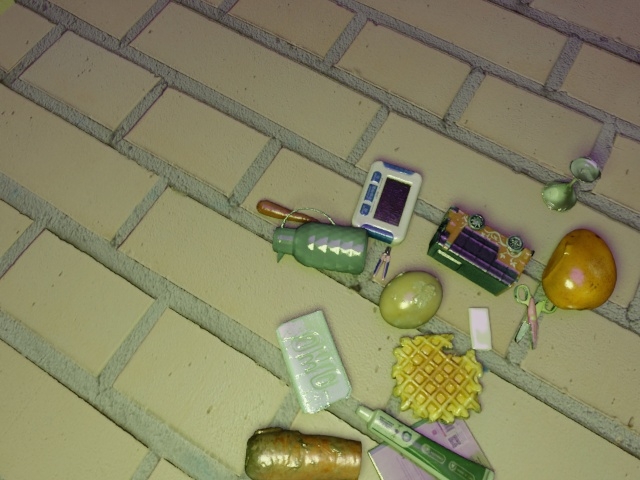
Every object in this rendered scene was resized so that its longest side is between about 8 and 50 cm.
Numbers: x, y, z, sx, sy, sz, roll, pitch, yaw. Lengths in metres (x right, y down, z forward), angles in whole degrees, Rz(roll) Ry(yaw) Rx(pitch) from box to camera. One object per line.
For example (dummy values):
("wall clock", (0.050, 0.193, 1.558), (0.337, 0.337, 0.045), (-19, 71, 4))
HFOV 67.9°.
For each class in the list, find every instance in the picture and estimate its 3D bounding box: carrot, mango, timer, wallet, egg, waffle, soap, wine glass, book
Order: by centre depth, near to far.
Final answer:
("carrot", (-0.046, 0.567, 1.234), (0.301, 0.139, 0.139), (9, 69, -3))
("book", (0.295, 0.598, 1.278), (0.282, 0.025, 0.215), (-24, 70, -10))
("waffle", (0.330, 0.384, 1.338), (0.260, 0.056, 0.250), (-1, 64, -3))
("soap", (-0.021, 0.343, 1.339), (0.150, 0.094, 0.262), (-20, 70, -7))
("egg", (0.263, 0.171, 1.377), (0.201, 0.164, 0.164), (-31, 72, -18))
("wallet", (0.473, 0.262, 1.410), (0.061, 0.025, 0.122), (2, 69, -1))
("mango", (0.776, 0.087, 1.413), (0.190, 0.160, 0.290), (31, 60, 3))
("wine glass", (0.794, -0.181, 1.502), (0.122, 0.183, 0.122), (0, 67, -1))
("timer", (0.213, -0.119, 1.532), (0.178, 0.078, 0.254), (20, 71, 5))
("carrot", (-0.104, -0.084, 1.538), (0.216, 0.048, 0.048), (16, 69, 1))

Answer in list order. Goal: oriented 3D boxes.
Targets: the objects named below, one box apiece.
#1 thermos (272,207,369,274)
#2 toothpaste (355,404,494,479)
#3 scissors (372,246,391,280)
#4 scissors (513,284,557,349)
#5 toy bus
("thermos", (0.000, 0.000, 1.439), (0.286, 0.145, 0.183), (10, 96, 3))
("toothpaste", (0.266, 0.549, 1.256), (0.391, 0.061, 0.099), (30, 63, 9))
("scissors", (0.198, 0.070, 1.491), (0.039, 0.012, 0.114), (19, 70, 6))
("scissors", (0.631, 0.231, 1.426), (0.133, 0.020, 0.187), (20, 68, 10))
("toy bus", (0.472, 0.033, 1.443), (0.275, 0.138, 0.167), (33, 74, 10))
